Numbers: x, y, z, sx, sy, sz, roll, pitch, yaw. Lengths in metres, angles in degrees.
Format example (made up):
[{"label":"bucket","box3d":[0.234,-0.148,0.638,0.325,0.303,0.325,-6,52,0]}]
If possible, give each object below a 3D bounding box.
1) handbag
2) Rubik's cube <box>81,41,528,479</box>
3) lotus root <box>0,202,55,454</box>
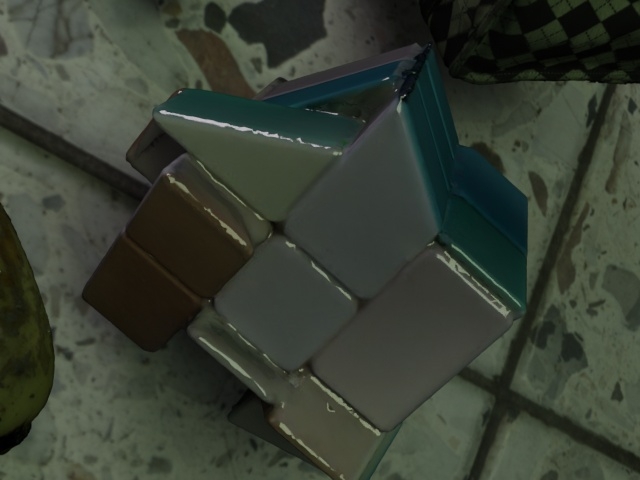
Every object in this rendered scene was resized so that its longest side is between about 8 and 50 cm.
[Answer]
[{"label":"handbag","box3d":[0.219,-0.374,1.005,0.317,0.180,0.416,-6,62,-29]},{"label":"Rubik's cube","box3d":[0.000,0.000,0.845,0.358,0.368,0.387,43,22,-4]},{"label":"lotus root","box3d":[-0.336,0.043,0.786,0.173,0.173,0.309,-19,86,-28]}]
